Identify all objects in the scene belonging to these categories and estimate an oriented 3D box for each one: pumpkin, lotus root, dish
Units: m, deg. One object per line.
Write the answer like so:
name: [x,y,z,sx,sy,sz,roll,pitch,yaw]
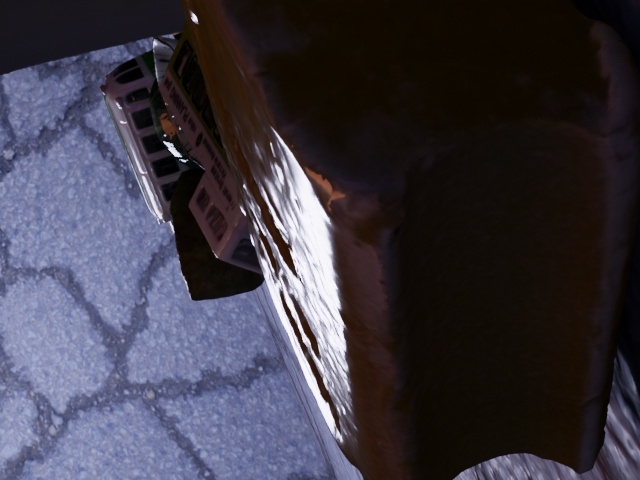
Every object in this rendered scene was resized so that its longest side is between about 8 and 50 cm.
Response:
pumpkin: [-0.179,-0.182,2.013,0.167,0.125,0.167,-7,-90,-76]
lotus root: [-0.146,-0.028,2.049,0.235,0.119,0.138,-91,-18,-47]
dish: [-0.156,-0.190,1.816,0.190,0.066,0.190,57,160,33]

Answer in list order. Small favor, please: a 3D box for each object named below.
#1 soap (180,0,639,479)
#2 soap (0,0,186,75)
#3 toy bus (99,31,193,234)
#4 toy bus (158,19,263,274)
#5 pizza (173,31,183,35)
soap: [0.035,-0.049,0.693,0.335,0.156,0.293,80,170,-58]
soap: [-0.386,-0.395,1.654,0.213,0.435,0.350,90,160,-61]
toy bus: [-0.223,-0.156,2.221,0.143,0.179,0.305,-124,13,-59]
toy bus: [-0.050,-0.091,1.129,0.113,0.139,0.301,20,-161,-27]
pizza: [-0.261,-0.422,2.261,0.184,0.036,0.176,72,174,-48]
